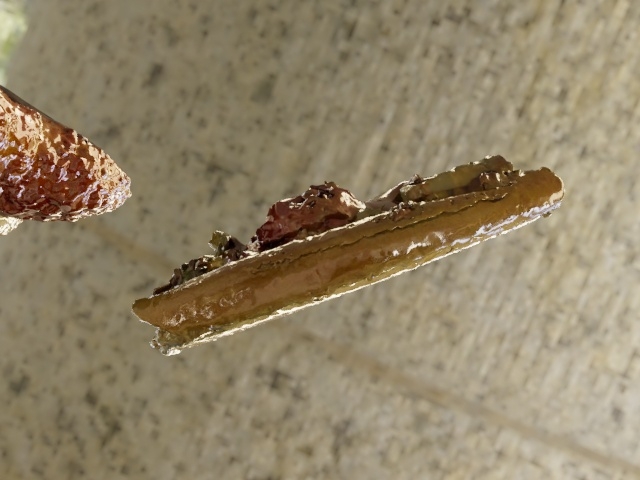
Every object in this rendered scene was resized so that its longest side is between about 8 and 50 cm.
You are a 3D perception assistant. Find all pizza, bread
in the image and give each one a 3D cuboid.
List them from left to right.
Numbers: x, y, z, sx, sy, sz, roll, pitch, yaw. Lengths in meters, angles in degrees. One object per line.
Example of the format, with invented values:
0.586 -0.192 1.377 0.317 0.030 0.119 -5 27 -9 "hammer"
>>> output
-0.221 -0.050 0.786 0.139 0.095 0.269 -4 155 41 "bread"
0.000 0.000 0.758 0.201 0.053 0.193 -20 -179 -10 "pizza"
